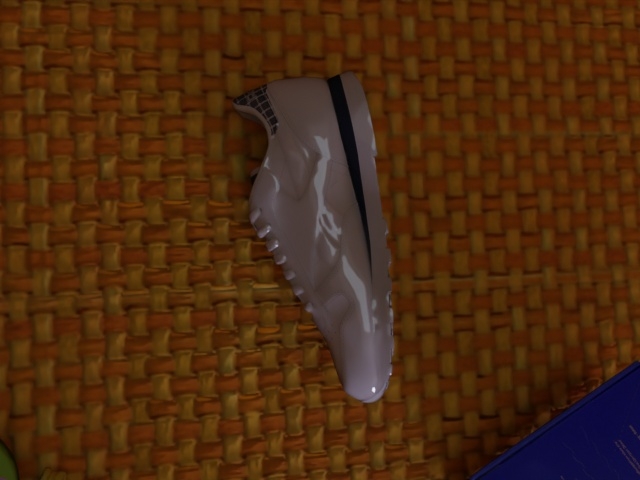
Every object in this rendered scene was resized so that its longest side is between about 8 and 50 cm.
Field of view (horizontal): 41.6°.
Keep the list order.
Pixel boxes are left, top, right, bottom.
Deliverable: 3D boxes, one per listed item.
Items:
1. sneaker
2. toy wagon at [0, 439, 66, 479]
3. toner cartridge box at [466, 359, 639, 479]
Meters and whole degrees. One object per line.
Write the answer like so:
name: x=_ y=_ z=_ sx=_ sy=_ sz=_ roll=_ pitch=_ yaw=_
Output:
sneaker: x=0.000 y=0.000 z=0.598 sx=0.095 sy=0.090 sz=0.235 roll=-9 pitch=84 yaw=-3
toy wagon: x=-0.317 y=0.104 z=0.500 sx=0.344 sy=0.068 sz=0.267 roll=28 pitch=79 yaw=-11
toner cartridge box: x=0.260 y=0.273 z=0.577 sx=0.165 sy=0.075 sz=0.347 roll=-30 pitch=71 yaw=-13
